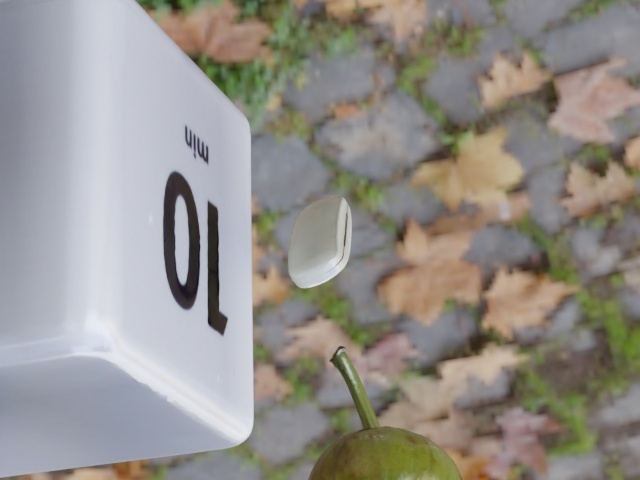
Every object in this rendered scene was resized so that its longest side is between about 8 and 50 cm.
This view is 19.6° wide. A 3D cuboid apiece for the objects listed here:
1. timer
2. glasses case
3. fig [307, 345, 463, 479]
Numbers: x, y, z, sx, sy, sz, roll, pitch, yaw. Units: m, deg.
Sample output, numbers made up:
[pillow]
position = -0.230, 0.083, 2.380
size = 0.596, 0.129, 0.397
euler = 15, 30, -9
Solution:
[timer]
position = -0.154, 0.003, 0.960
size = 0.194, 0.195, 0.192
euler = -10, 156, 18
[glasses case]
position = 0.000, 0.000, 1.018
size = 0.032, 0.083, 0.021
euler = -23, 114, 14
[fig]
position = 0.048, 0.200, 1.728
size = 0.149, 0.245, 0.149
euler = -6, 129, -7
